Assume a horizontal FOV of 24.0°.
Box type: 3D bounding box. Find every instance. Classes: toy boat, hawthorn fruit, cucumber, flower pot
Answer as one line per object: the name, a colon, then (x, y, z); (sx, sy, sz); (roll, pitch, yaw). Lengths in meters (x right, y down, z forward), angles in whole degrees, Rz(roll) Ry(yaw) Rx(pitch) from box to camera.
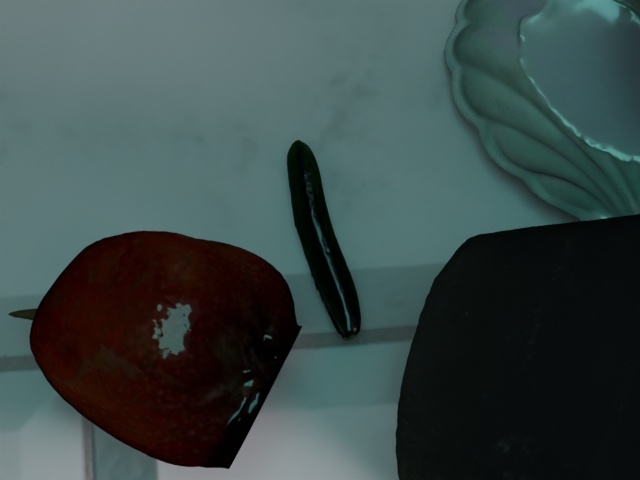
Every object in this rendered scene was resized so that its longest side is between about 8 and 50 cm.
toy boat: (0.225, -0.132, 1.274); (0.199, 0.100, 0.290); (-26, 76, -5)
hawthorn fruit: (-0.136, 0.078, 1.210); (0.251, 0.189, 0.189); (16, 77, 25)
cucumber: (0.000, 0.000, 1.285); (0.036, 0.033, 0.184); (-22, 76, 23)
flower pot: (0.215, 0.113, 1.120); (0.251, 0.379, 0.379); (11, 77, 27)
